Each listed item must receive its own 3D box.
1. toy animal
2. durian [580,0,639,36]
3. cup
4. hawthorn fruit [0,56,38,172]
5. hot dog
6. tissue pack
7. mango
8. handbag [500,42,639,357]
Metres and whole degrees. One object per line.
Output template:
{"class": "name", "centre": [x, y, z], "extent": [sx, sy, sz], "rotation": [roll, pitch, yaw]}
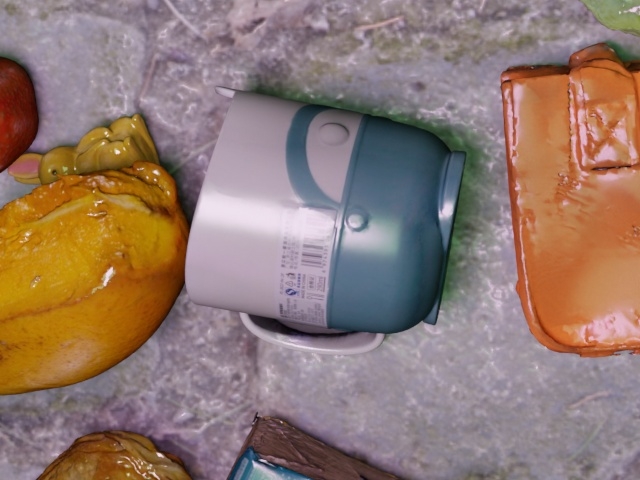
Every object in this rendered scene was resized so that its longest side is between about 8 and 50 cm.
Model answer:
{"class": "toy animal", "centre": [-0.249, -0.072, 1.969], "extent": [0.159, 0.070, 0.083], "rotation": [-11, 124, 14]}
{"class": "durian", "centre": [0.279, -0.307, 1.827], "extent": [0.139, 0.101, 0.250], "rotation": [-28, 96, 13]}
{"class": "cup", "centre": [0.000, 0.000, 1.886], "extent": [0.258, 0.219, 0.289], "rotation": [11, 133, 5]}
{"class": "hawthorn fruit", "centre": [-0.357, -0.124, 1.934], "extent": [0.133, 0.138, 0.132], "rotation": [1, 100, 4]}
{"class": "hot dog", "centre": [-0.237, 0.309, 2.022], "extent": [0.175, 0.114, 0.259], "rotation": [44, 102, 2]}
{"class": "tissue pack", "centre": [-0.042, 0.345, 1.965], "extent": [0.192, 0.134, 0.270], "rotation": [26, 102, -1]}
{"class": "mango", "centre": [-0.275, 0.059, 1.921], "extent": [0.199, 0.201, 0.350], "rotation": [47, 125, -5]}
{"class": "handbag", "centre": [0.390, -0.048, 1.858], "extent": [0.410, 0.116, 0.303], "rotation": [-4, 101, 8]}
